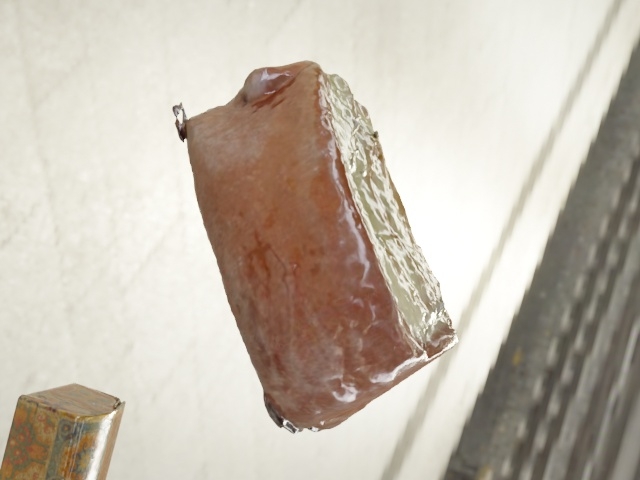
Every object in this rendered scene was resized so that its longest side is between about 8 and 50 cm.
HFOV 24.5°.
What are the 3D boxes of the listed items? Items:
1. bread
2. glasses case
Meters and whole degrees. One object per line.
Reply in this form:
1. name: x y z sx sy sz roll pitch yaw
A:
1. bread: -0.004 0.001 0.967 0.244 0.123 0.190 66 16 -1
2. glasses case: -0.174 0.200 0.898 0.075 0.049 0.218 -1 107 -73
